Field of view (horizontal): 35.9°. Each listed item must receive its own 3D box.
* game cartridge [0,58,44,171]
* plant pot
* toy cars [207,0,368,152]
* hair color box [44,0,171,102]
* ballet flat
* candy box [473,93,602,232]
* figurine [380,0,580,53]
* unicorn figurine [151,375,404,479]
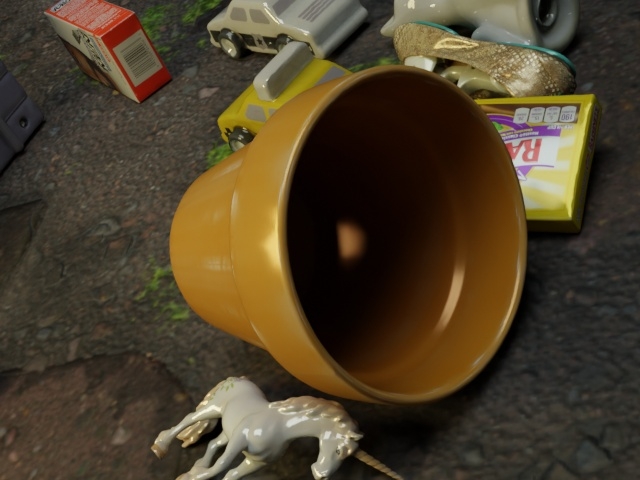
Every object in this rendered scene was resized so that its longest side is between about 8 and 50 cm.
[{"bbox_3d":[-0.447,-0.099,1.011,0.068,0.230,0.355,-2,45,30],"label":"game cartridge"},{"bbox_3d":[0.000,0.000,0.662,0.188,0.205,0.205,-3,41,51],"label":"plant pot"},{"bbox_3d":[-0.035,-0.191,0.979,0.177,0.087,0.393,-22,37,7],"label":"toy cars"},{"bbox_3d":[-0.250,-0.228,1.152,0.053,0.093,0.167,-40,38,-15],"label":"hair color box"},{"bbox_3d":[0.120,-0.140,0.842,0.206,0.073,0.067,24,75,50],"label":"ballet flat"},{"bbox_3d":[0.105,-0.059,0.760,0.206,0.027,0.105,2,68,32],"label":"candy box"},{"bbox_3d":[0.177,-0.255,0.935,0.215,0.092,0.209,-44,32,-19],"label":"figurine"},{"bbox_3d":[-0.043,0.127,0.634,0.111,0.060,0.162,-38,38,-12],"label":"unicorn figurine"}]
